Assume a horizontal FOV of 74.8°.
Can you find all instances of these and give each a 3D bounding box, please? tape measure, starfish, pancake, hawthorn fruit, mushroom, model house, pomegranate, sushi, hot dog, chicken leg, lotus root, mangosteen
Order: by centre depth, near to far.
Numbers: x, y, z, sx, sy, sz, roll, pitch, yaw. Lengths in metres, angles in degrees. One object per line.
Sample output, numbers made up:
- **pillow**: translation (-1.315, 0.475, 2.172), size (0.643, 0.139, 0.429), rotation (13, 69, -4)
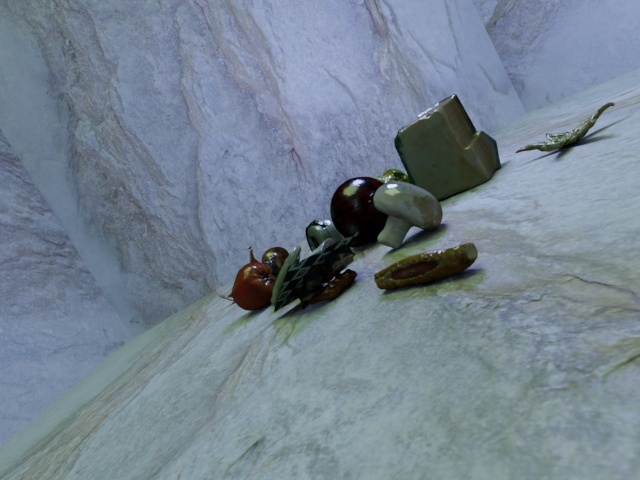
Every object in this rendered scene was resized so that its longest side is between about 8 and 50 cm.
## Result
- **hot dog**: translation (0.233, 0.066, 0.967), size (0.083, 0.068, 0.289), rotation (-5, -14, -35)
- **chicken leg**: translation (0.036, 0.149, 1.284), size (0.219, 0.048, 0.089), rotation (-34, 4, -34)
- **sushi**: translation (-0.002, 0.124, 1.354), size (0.292, 0.059, 0.294), rotation (-27, -24, -28)
- **mushroom**: translation (0.283, -0.078, 1.427), size (0.243, 0.244, 0.243), rotation (-29, 6, 3)
- **starfish**: translation (0.869, -0.368, 1.515), size (0.357, 0.078, 0.347), rotation (-33, 7, -27)
- **pancake**: translation (-0.134, 0.139, 1.646), size (0.253, 0.037, 0.254), rotation (24, -90, -86)
- **hawthorn fruit**: translation (-0.292, 0.207, 1.744), size (0.225, 0.197, 0.196), rotation (-40, 1, 23)
- **mangosteen**: translation (0.180, -0.129, 1.813), size (0.311, 0.311, 0.311), rotation (-29, 6, 3)
- **model house**: translation (0.569, -0.419, 1.890), size (0.334, 0.382, 0.342), rotation (-21, 15, 41)
- **tape measure**: translation (0.000, 0.000, 1.981), size (0.115, 0.207, 0.235), rotation (-35, 10, -22)
- **pomegranate**: translation (0.362, -0.210, 2.026), size (0.235, 0.236, 0.302), rotation (-30, 43, -2)
- **lotus root**: translation (-0.230, 0.117, 2.244), size (0.141, 0.170, 0.314), rotation (-11, 8, 15)
- **starfish**: translation (-0.387, 0.183, 2.267), size (0.398, 0.132, 0.384), rotation (-49, -14, -5)

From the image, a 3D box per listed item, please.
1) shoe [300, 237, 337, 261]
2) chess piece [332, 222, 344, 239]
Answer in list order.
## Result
- **shoe**: translation (-0.026, 0.107, 1.633), size (0.159, 0.124, 0.316), rotation (-35, 1, 33)
- **chess piece**: translation (0.197, -0.061, 2.054), size (0.300, 0.137, 0.137), rotation (-14, 12, 27)
